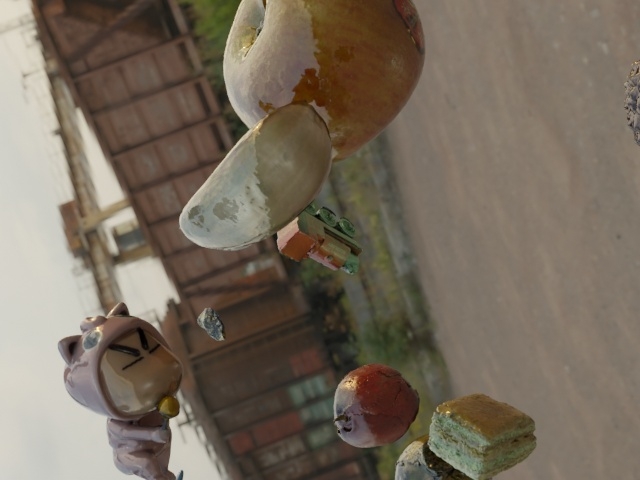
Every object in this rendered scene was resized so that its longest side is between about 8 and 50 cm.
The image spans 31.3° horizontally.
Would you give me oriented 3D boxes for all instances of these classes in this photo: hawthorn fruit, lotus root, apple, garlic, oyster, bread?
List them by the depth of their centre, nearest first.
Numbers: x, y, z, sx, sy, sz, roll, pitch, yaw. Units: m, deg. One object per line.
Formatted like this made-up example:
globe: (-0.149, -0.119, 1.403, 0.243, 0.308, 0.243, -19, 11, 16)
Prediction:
garlic: (-0.116, -0.071, 1.790, 0.151, 0.338, 0.196, 40, -157, -15)
hawthorn fruit: (0.080, 0.288, 1.951, 0.148, 0.172, 0.148, 16, 115, 37)
bread: (0.302, 0.353, 2.103, 0.138, 0.196, 0.102, 30, 114, 39)
apple: (-0.004, -0.352, 2.115, 0.333, 0.400, 0.400, 41, -169, -26)
lotus root: (0.252, 0.513, 2.322, 0.196, 0.179, 0.397, 24, 154, 25)
oyster: (-0.223, 0.178, 2.362, 0.083, 0.054, 0.019, 44, -148, 20)

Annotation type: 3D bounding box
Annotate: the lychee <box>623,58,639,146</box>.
lychee: (0.411, -0.155, 1.200, 0.188, 0.188, 0.188, 159, 90, -88)

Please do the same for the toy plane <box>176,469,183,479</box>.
toy plane: (-0.249, 0.456, 1.689, 0.078, 0.169, 0.246, 124, 166, -51)

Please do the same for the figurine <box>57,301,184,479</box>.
figurine: (-0.253, 0.232, 1.625, 0.176, 0.186, 0.287, -24, -81, -57)

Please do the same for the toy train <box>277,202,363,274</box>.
toy train: (0.000, 0.000, 1.929, 0.176, 0.074, 0.118, 31, -149, -33)
